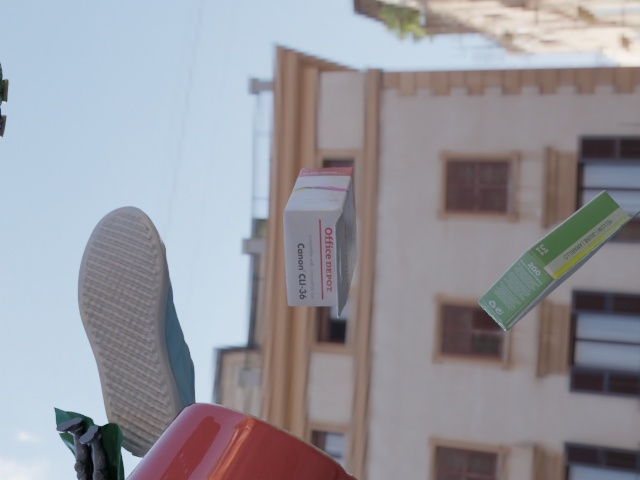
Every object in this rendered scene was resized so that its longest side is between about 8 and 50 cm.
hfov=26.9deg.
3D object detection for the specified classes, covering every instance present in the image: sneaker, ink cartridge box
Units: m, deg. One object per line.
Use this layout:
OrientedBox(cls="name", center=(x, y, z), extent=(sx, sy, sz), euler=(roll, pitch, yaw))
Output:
OrientedBox(cls="sneaker", center=(-0.253, 0.138, 1.898), extent=(0.150, 0.135, 0.365), euler=(56, -155, -69))
OrientedBox(cls="ink cartridge box", center=(0.298, -0.006, 1.523), extent=(0.171, 0.056, 0.235), euler=(-33, -14, -40))
OrientedBox(cls="ink cartridge box", center=(0.000, 0.000, 1.493), extent=(0.198, 0.067, 0.115), euler=(-73, -19, -70))

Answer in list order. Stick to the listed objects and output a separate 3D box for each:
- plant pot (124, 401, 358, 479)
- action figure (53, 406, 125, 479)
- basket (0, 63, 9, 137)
OrientedBox(cls="plant pot", center=(-0.094, 0.295, 1.200), extent=(0.243, 0.275, 0.275), euler=(-63, -37, -22))
OrientedBox(cls="action figure", center=(-0.301, 0.346, 1.817), extent=(0.063, 0.137, 0.232), euler=(-32, -54, -38))
OrientedBox(cls="basket", center=(-0.395, -0.159, 1.217), extent=(0.201, 0.255, 0.288), euler=(-17, -103, -21))
